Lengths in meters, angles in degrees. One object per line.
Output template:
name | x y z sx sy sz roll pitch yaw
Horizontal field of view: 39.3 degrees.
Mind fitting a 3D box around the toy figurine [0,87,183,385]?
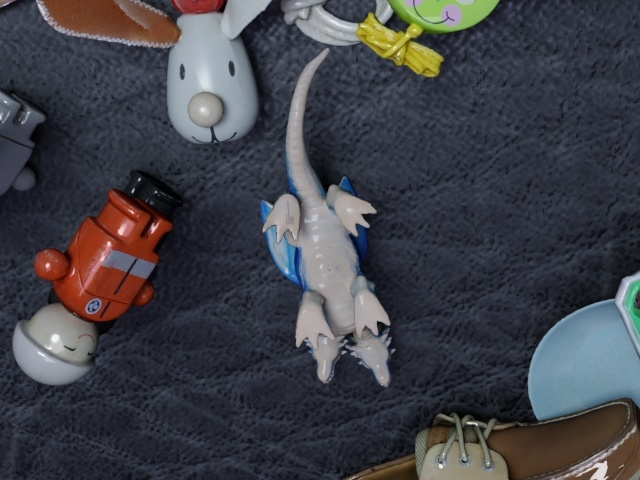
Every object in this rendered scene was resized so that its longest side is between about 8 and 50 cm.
toy figurine | -0.221 -0.008 0.669 0.210 0.213 0.148 32 96 -12

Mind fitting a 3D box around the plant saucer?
plant saucer | 0.283 0.126 0.788 0.195 0.037 0.195 9 119 17

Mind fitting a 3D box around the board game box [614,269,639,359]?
board game box | 0.486 0.118 0.718 0.390 0.050 0.390 -28 103 0

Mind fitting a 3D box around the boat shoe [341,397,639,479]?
boat shoe | 0.128 0.218 0.792 0.324 0.122 0.120 -33 98 22

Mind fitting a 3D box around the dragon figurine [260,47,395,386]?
dragon figurine | 0.000 0.000 0.728 0.085 0.144 0.289 -16 99 -3

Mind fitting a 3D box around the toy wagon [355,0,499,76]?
toy wagon | 0.136 -0.272 0.598 0.267 0.068 0.344 27 94 -11

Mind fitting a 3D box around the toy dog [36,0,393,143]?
toy dog | -0.098 -0.225 0.606 0.220 0.161 0.333 -28 109 12

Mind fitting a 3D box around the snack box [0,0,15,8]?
snack box | -0.309 -0.190 0.700 0.178 0.022 0.064 -22 109 10
